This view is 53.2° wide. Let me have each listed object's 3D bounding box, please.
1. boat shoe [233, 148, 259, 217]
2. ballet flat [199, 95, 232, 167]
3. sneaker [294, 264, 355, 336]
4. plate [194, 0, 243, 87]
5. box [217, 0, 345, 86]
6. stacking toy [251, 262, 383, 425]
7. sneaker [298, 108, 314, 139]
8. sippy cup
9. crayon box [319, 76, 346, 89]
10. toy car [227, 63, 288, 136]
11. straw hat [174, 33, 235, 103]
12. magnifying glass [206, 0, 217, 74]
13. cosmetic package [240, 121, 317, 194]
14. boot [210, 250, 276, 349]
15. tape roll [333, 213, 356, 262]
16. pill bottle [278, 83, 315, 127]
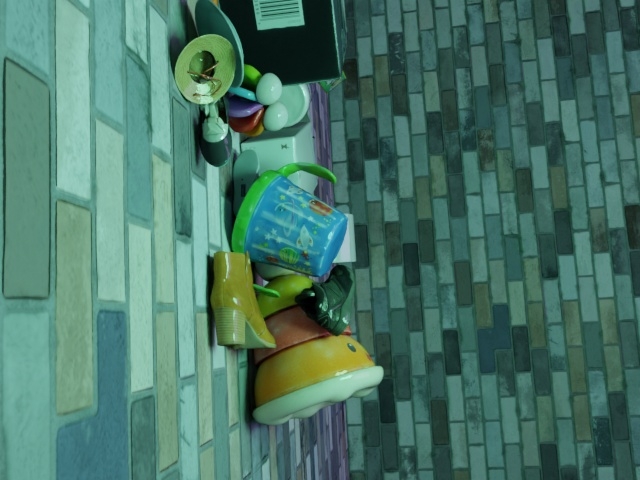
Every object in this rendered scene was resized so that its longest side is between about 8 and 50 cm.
[{"bbox_3d":[-0.184,-0.132,1.612,0.083,0.065,0.184,61,33,-74],"label":"boat shoe"},{"bbox_3d":[-0.222,-0.245,1.332,0.074,0.074,0.203,76,6,-53],"label":"ballet flat"},{"bbox_3d":[0.013,0.121,1.581,0.087,0.130,0.228,-46,-160,36],"label":"sneaker"},{"bbox_3d":[-0.202,-0.407,1.316,0.188,0.024,0.188,46,-27,32],"label":"plate"},{"bbox_3d":[-0.097,-0.708,1.709,0.472,0.297,0.480,-85,169,-60],"label":"box"},{"bbox_3d":[-0.069,0.210,1.673,0.350,0.350,0.480,60,10,-74],"label":"stacking toy"},{"bbox_3d":[-0.072,-0.403,2.488,0.256,0.094,0.151,-81,168,-55],"label":"sneaker"},{"bbox_3d":[-0.063,-0.024,1.548,0.240,0.224,0.306,-37,148,-66],"label":"sippy cup"},{"bbox_3d":[-0.052,-0.684,2.200,0.313,0.106,0.363,55,8,1],"label":"crayon box"},{"bbox_3d":[-0.176,-0.332,1.553,0.136,0.159,0.182,-47,147,-27],"label":"toy car"},{"bbox_3d":[-0.239,-0.346,1.257,0.061,0.144,0.145,44,-21,35],"label":"straw hat"},{"bbox_3d":[-0.244,-0.438,1.455,0.092,0.026,0.231,39,50,-80],"label":"magnifying glass"},{"bbox_3d":[-0.109,-0.218,1.871,0.385,0.156,0.217,-65,150,-73],"label":"cosmetic package"},{"bbox_3d":[-0.165,0.135,1.435,0.295,0.104,0.211,47,40,-72],"label":"boot"},{"bbox_3d":[0.000,0.000,2.245,0.246,0.246,0.169,11,76,-82],"label":"tape roll"},{"bbox_3d":[-0.104,-0.464,1.972,0.302,0.169,0.169,-77,162,-64],"label":"pill bottle"}]
